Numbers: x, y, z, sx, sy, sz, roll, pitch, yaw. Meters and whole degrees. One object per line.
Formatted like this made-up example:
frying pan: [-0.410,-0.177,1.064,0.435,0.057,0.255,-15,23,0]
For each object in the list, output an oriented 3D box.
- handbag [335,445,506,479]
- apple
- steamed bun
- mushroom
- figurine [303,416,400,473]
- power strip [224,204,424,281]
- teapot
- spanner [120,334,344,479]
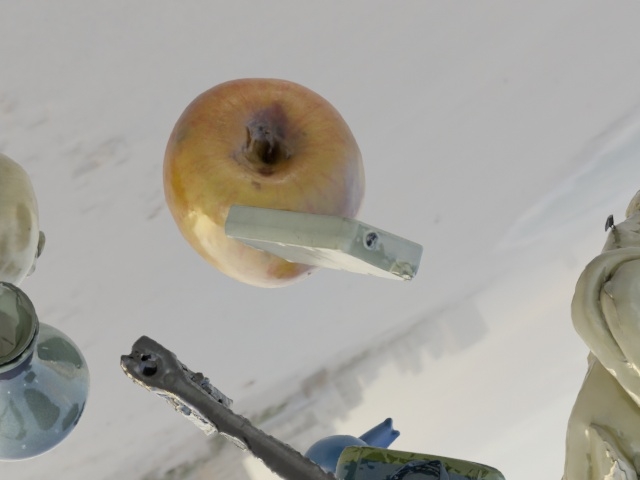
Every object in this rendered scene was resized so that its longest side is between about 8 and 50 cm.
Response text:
handbag: [0.124,0.425,1.666,0.263,0.241,0.222,9,146,12]
apple: [-0.083,-0.079,1.812,0.299,0.299,0.275,-27,170,-15]
steamed bun: [0.356,0.120,1.106,0.238,0.394,0.346,10,159,23]
mushroom: [-0.496,-0.006,1.816,0.246,0.246,0.202,-31,143,26]
figurine: [0.052,0.447,2.033,0.416,0.243,0.297,112,-7,-54]
power strip: [0.000,0.000,1.434,0.118,0.046,0.270,24,171,-36]
teapot: [-0.373,0.151,1.490,0.184,0.183,0.251,-27,157,-17]
spanner: [-0.022,0.106,0.621,0.026,0.093,0.325,-54,-145,-10]
